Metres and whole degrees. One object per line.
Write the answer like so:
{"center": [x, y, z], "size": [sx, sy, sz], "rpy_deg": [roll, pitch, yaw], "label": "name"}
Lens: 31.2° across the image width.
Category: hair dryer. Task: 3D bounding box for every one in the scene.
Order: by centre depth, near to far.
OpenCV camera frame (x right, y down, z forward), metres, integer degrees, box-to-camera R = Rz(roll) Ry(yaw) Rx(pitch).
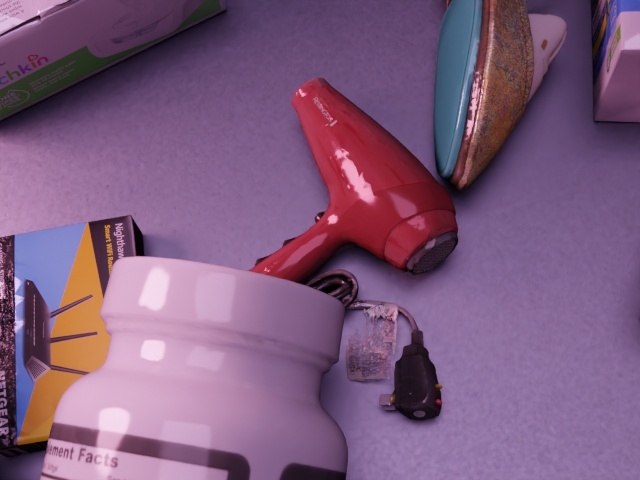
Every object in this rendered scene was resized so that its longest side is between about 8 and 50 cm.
{"center": [0.000, 0.000, 0.939], "size": [0.224, 0.080, 0.293], "rpy_deg": [4, 71, 7], "label": "hair dryer"}

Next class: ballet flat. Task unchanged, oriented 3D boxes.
{"center": [0.154, -0.210, 0.987], "size": [0.123, 0.123, 0.348], "rpy_deg": [-2, 71, 4], "label": "ballet flat"}

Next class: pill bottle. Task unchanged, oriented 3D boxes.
{"center": [-0.094, 0.207, 0.791], "size": [0.210, 0.210, 0.363], "rpy_deg": [9, 78, 7], "label": "pill bottle"}

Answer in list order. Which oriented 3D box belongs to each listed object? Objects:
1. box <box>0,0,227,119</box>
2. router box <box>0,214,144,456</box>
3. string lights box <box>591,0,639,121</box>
{"center": [-0.252, -0.266, 1.025], "size": [0.262, 0.127, 0.231], "rpy_deg": [-28, 72, -5], "label": "box"}
{"center": [-0.207, 0.077, 0.946], "size": [0.133, 0.046, 0.179], "rpy_deg": [-10, 71, 1], "label": "router box"}
{"center": [0.276, -0.244, 0.971], "size": [0.077, 0.133, 0.259], "rpy_deg": [2, 71, 4], "label": "string lights box"}
